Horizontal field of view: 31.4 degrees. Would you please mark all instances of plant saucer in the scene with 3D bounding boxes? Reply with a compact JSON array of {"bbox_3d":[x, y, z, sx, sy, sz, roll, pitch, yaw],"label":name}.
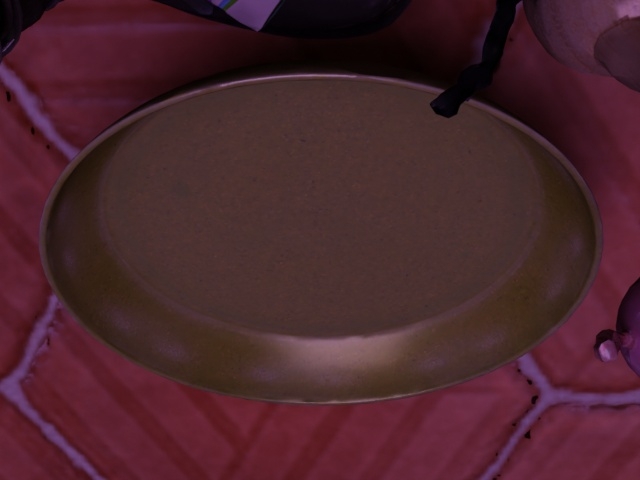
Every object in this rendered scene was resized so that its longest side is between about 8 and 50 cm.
[{"bbox_3d":[0.000,0.000,0.504,0.240,0.037,0.241,0,144,0],"label":"plant saucer"}]

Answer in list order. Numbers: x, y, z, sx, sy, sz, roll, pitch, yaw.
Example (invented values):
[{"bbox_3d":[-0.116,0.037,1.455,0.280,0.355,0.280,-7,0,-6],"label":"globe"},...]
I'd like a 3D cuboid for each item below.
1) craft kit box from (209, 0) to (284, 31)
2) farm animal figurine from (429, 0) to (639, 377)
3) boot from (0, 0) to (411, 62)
[{"bbox_3d":[-0.062,-0.230,0.321,0.246,0.061,0.250,28,79,-8],"label":"craft kit box"},{"bbox_3d":[0.230,-0.050,0.412,0.326,0.172,0.330,-36,126,4],"label":"farm animal figurine"},{"bbox_3d":[-0.095,-0.093,0.386,0.262,0.229,0.091,16,121,-3],"label":"boot"}]
